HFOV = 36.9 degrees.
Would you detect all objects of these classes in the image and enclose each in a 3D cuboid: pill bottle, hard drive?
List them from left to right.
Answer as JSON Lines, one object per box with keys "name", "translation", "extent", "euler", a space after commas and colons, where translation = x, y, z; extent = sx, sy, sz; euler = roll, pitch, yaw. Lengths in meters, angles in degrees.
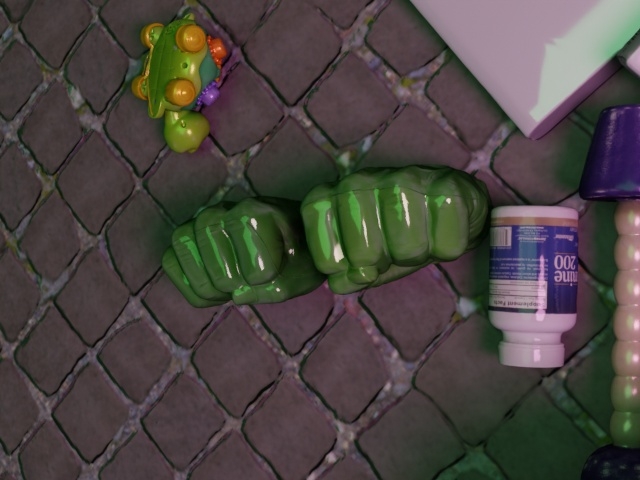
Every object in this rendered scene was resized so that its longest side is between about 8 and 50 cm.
{"name": "hard drive", "translation": [0.150, -0.261, 0.766], "extent": [0.203, 0.040, 0.307], "euler": [-43, 70, 20]}
{"name": "pill bottle", "translation": [0.162, 0.035, 0.732], "extent": [0.067, 0.067, 0.120], "euler": [1, 89, 29]}

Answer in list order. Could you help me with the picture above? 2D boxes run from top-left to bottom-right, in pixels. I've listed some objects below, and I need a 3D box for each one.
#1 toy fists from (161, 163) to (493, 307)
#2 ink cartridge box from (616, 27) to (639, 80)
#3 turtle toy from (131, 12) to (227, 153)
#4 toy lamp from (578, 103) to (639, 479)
{"name": "toy fists", "translation": [0.000, 0.000, 0.779], "extent": [0.279, 0.142, 0.096], "euler": [-10, 83, 29]}
{"name": "ink cartridge box", "translation": [0.352, -0.119, 0.645], "extent": [0.232, 0.066, 0.189], "euler": [40, 109, -4]}
{"name": "turtle toy", "translation": [-0.128, -0.147, 0.898], "extent": [0.095, 0.066, 0.130], "euler": [19, 101, 51]}
{"name": "toy lamp", "translation": [0.224, 0.041, 0.692], "extent": [0.080, 0.080, 0.275], "euler": [0, 87, 29]}
